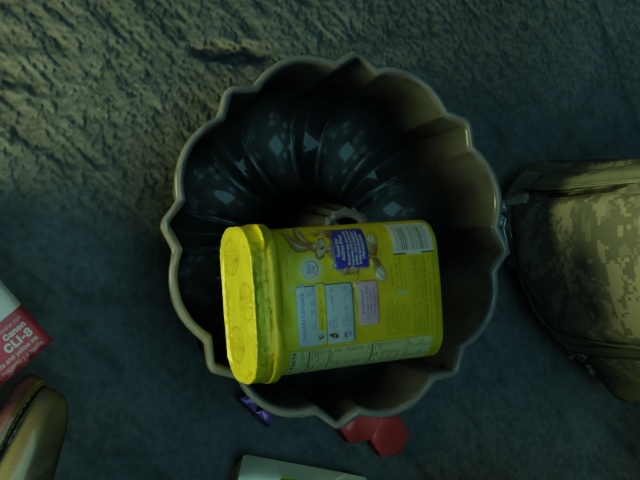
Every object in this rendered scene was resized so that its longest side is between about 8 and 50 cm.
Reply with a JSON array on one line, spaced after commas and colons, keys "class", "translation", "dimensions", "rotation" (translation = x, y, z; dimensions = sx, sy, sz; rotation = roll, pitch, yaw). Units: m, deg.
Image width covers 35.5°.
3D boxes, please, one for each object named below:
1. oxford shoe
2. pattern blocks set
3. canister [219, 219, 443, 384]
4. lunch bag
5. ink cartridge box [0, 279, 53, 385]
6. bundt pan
[{"class": "oxford shoe", "translation": [-0.232, 0.283, 0.803], "dimensions": [0.130, 0.123, 0.348], "rotation": [11, 94, 0]}, {"class": "pattern blocks set", "translation": [-0.029, 0.298, 0.956], "dimensions": [0.286, 0.026, 0.324], "rotation": [-1, 89, -23]}, {"class": "canister", "translation": [0.011, 0.046, 0.822], "dimensions": [0.170, 0.073, 0.126], "rotation": [-4, 90, -24]}, {"class": "lunch bag", "translation": [0.344, 0.020, 0.978], "dimensions": [0.256, 0.305, 0.212], "rotation": [46, 70, -19]}, {"class": "ink cartridge box", "translation": [-0.322, 0.050, 0.781], "dimensions": [0.127, 0.128, 0.176], "rotation": [-42, 105, -19]}, {"class": "bundt pan", "translation": [0.000, 0.000, 0.924], "dimensions": [0.331, 0.124, 0.330], "rotation": [1, 88, -24]}]
